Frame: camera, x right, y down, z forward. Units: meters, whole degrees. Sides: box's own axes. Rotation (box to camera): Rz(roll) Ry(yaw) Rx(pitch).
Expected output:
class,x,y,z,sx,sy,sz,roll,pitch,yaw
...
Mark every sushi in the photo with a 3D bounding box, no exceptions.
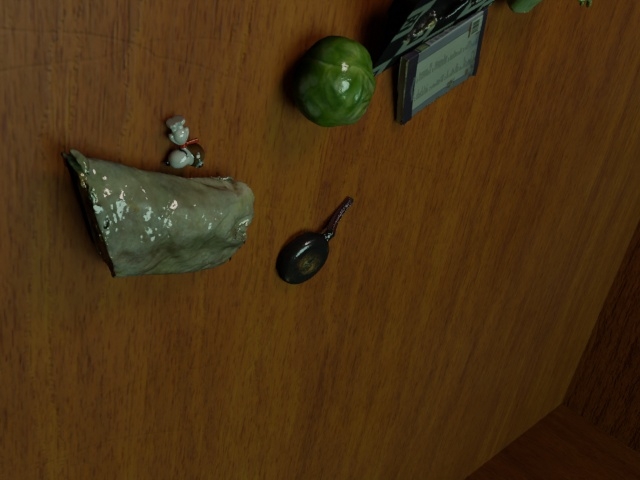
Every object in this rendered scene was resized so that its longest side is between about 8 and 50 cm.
class,x,y,z,sx,sy,sz,roll,pitch,yaw
sushi,0.218,-0.453,1.217,0.373,0.100,0.296,-36,176,-24

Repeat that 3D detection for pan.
class,x,y,z,sx,sy,sz,roll,pitch,yaw
pan,0.003,0.001,1.364,0.212,0.040,0.115,-47,149,-14

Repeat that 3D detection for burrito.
class,x,y,z,sx,sy,sz,roll,pitch,yaw
burrito,-0.230,-0.021,1.014,0.348,0.107,0.175,6,111,-54

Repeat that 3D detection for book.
class,x,y,z,sx,sy,sz,roll,pitch,yaw
book,0.232,-0.337,1.371,0.231,0.026,0.157,-36,148,-25

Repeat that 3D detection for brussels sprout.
class,x,y,z,sx,sy,sz,roll,pitch,yaw
brussels sprout,0.025,-0.248,1.135,0.155,0.117,0.155,-19,121,-35

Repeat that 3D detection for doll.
class,x,y,z,sx,sy,sz,roll,pitch,yaw
doll,-0.195,-0.140,1.024,0.058,0.040,0.085,-14,128,-31

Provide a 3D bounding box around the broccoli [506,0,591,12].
class,x,y,z,sx,sy,sz,roll,pitch,yaw
broccoli,0.451,-0.551,1.369,0.243,0.247,0.263,-46,-175,45
